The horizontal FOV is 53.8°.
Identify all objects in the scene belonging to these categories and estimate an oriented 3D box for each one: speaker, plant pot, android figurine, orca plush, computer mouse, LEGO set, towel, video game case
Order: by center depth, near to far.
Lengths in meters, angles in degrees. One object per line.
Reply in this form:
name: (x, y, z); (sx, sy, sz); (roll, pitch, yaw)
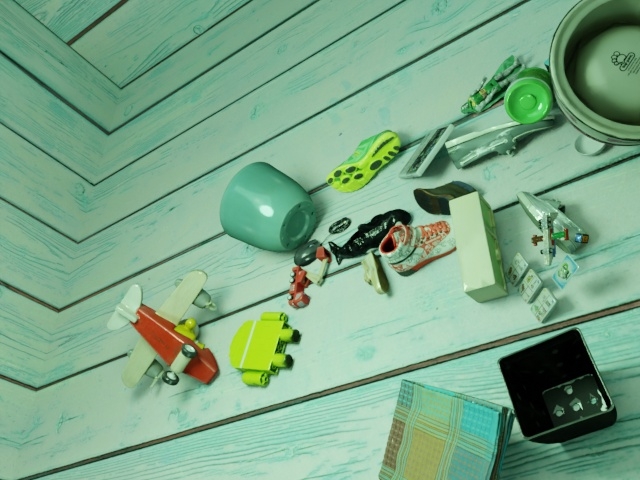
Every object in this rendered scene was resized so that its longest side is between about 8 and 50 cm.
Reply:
plant pot: (0.514, 0.326, 1.333); (0.187, 0.167, 0.188); (-29, 46, 22)
towel: (0.265, 0.472, 1.419); (0.370, 0.040, 0.272); (-2, 71, 62)
LEGO set: (0.560, 0.052, 1.528); (0.182, 0.060, 0.244); (-114, 34, -46)
speaker: (0.582, -0.403, 1.743); (0.131, 0.131, 0.296); (-23, 11, 28)
orca plush: (0.138, -0.033, 1.977); (0.287, 0.102, 0.151); (-17, 50, 32)
video game case: (0.332, -0.278, 1.992); (0.190, 0.022, 0.173); (-54, 11, -5)
android figurine: (-0.191, 0.342, 2.023); (0.272, 0.056, 0.248); (-7, 56, 37)
computer mouse: (0.000, 0.000, 2.122); (0.242, 0.041, 0.071); (-42, 41, 8)
plant pot: (-0.160, -0.094, 2.160); (0.235, 0.293, 0.293); (28, 80, 33)

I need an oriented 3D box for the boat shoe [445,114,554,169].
boat shoe: (0.532, -0.291, 1.855); (0.319, 0.116, 0.099); (-14, 95, 26)

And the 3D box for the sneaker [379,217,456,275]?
sneaker: (0.296, -0.010, 1.790); (0.270, 0.145, 0.090); (-35, 43, 16)

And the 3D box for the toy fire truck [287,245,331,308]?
toy fire truck: (-0.035, 0.122, 2.057); (0.135, 0.047, 0.192); (-17, 51, 31)

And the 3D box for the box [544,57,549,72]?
box: (0.737, -0.441, 1.758); (0.060, 0.100, 0.244); (-42, 42, 6)

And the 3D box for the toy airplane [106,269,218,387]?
toy airplane: (-0.534, 0.313, 2.187); (0.386, 0.272, 0.385); (-10, 86, 20)

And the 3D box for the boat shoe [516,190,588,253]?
boat shoe: (0.598, -0.062, 1.624); (0.081, 0.079, 0.227); (-36, 48, 5)

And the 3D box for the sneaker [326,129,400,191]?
sneaker: (0.152, -0.271, 2.163); (0.295, 0.109, 0.123); (-35, 20, 19)

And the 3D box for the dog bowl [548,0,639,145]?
dog bowl: (0.765, -0.415, 1.558); (0.407, 0.150, 0.408); (-2, 79, 10)

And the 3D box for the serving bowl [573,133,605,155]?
serving bowl: (0.725, -0.257, 1.686); (0.083, 0.027, 0.083); (-23, 47, 28)

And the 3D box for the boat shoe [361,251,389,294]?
boat shoe: (0.159, 0.108, 1.891); (0.059, 0.063, 0.170); (-36, 33, 19)

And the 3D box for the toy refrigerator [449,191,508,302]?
toy refrigerator: (0.420, 0.016, 1.664); (0.094, 0.102, 0.270); (-20, 58, 28)

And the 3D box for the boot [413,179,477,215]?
boot: (0.372, -0.131, 1.889); (0.106, 0.082, 0.219); (-25, 23, -17)

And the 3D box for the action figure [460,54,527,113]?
action figure: (0.541, -0.479, 1.992); (0.232, 0.063, 0.137); (-39, 45, 17)
